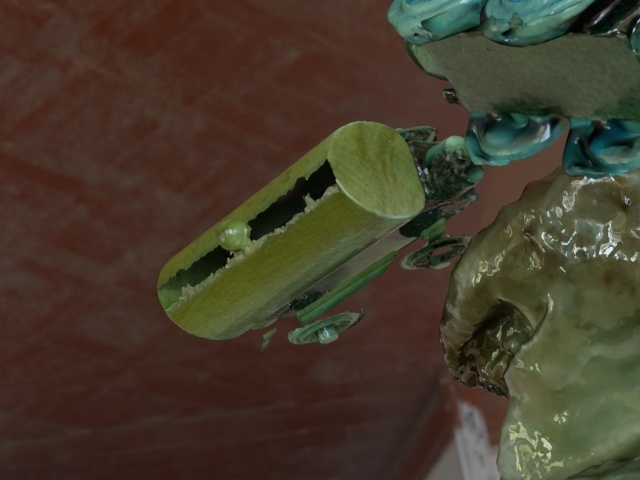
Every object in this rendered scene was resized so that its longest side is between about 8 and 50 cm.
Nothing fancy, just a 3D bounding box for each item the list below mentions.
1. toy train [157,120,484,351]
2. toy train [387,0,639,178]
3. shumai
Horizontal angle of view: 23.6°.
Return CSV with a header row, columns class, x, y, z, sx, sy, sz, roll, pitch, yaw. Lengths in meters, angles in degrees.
class,x,y,z,sx,sy,sz,roll,pitch,yaw
toy train,0.002,0.008,1.281,0.189,0.126,0.307,-15,166,-45
toy train,0.128,-0.108,0.706,0.154,0.198,0.107,-42,116,-19
shumai,0.266,0.105,1.109,0.330,0.288,0.292,-8,139,-33
